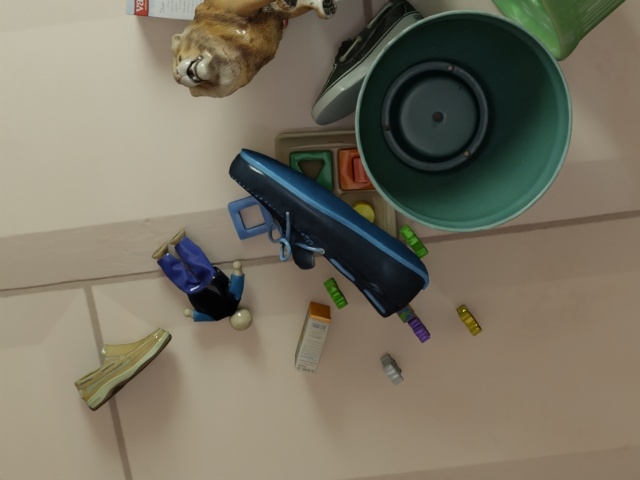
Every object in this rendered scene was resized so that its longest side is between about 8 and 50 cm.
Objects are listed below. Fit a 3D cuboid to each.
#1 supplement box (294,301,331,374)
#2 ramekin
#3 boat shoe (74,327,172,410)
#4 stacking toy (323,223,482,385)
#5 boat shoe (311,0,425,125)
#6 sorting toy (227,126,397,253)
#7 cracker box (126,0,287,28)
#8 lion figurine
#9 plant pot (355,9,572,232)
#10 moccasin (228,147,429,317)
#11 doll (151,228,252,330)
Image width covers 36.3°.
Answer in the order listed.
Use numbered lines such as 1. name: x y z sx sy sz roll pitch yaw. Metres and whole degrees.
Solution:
1. supplement box: -0.012 0.156 1.561 0.036 0.062 0.098 14 107 -5
2. ramekin: 0.284 -0.399 1.270 0.148 0.303 0.303 -37 103 7
3. boat shoe: -0.325 0.195 1.578 0.190 0.068 0.072 -41 91 12
4. stacking toy: 0.130 0.104 1.550 0.167 0.052 0.221 -34 104 8
5. boat shoe: 0.061 -0.262 1.436 0.219 0.078 0.070 -44 67 16
6. sorting toy: 0.027 -0.072 1.500 0.348 0.047 0.196 -3 107 1
7. cracker box: -0.156 -0.392 1.396 0.232 0.067 0.155 5 107 -2
8. lion figurine: -0.113 -0.388 1.288 0.240 0.142 0.392 3 98 44
9. plant pot: 0.182 -0.171 1.382 0.293 0.196 0.293 -1 100 -5
10. moccasin: 0.000 0.000 1.426 0.342 0.138 0.117 36 105 -6
11. doll: -0.175 0.070 1.546 0.129 0.046 0.189 -38 102 12
